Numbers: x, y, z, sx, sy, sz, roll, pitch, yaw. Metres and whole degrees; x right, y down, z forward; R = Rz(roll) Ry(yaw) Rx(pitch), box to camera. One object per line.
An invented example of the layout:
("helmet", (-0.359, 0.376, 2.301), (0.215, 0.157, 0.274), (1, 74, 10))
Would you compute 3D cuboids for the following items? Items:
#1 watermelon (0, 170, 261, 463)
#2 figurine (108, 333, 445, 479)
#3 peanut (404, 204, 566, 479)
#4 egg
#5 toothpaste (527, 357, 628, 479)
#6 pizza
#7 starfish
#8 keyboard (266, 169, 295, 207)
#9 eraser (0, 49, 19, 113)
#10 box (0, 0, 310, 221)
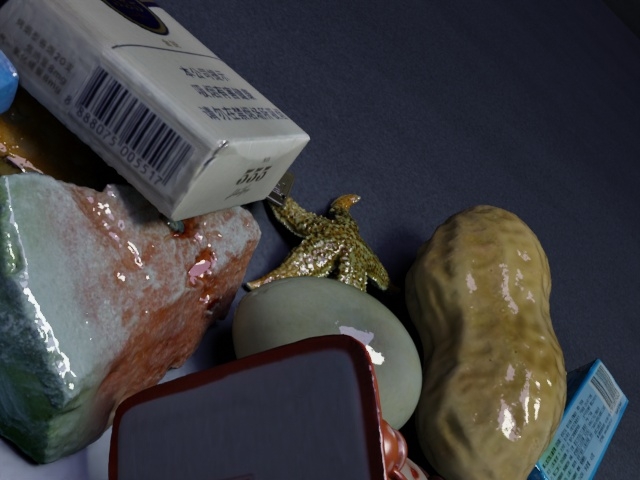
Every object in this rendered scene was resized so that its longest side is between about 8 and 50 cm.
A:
("watermelon", (-0.122, 0.030, 0.513), (0.241, 0.094, 0.154), (-23, 84, -59))
("figurine", (0.017, 0.174, 0.477), (0.226, 0.183, 0.160), (29, 48, -50))
("peanut", (0.151, 0.091, 0.728), (0.149, 0.149, 0.313), (31, 44, -29))
("egg", (0.004, 0.087, 0.570), (0.152, 0.114, 0.114), (34, 37, -7))
("toothpaste", (0.267, 0.207, 0.830), (0.065, 0.050, 0.267), (57, 34, 5))
("pizza", (-0.212, -0.080, 0.534), (0.160, 0.036, 0.099), (44, 35, -14))
("starfish", (0.000, 0.000, 0.712), (0.176, 0.053, 0.208), (44, 28, 4))
("keyboard", (-0.082, -0.076, 0.683), (0.129, 0.015, 0.049), (30, 34, -11))
("eraser", (-0.329, -0.174, 0.440), (0.312, 0.042, 0.144), (48, 44, 0))
("box", (-0.142, -0.128, 0.552), (0.259, 0.071, 0.168), (43, 19, 7))
